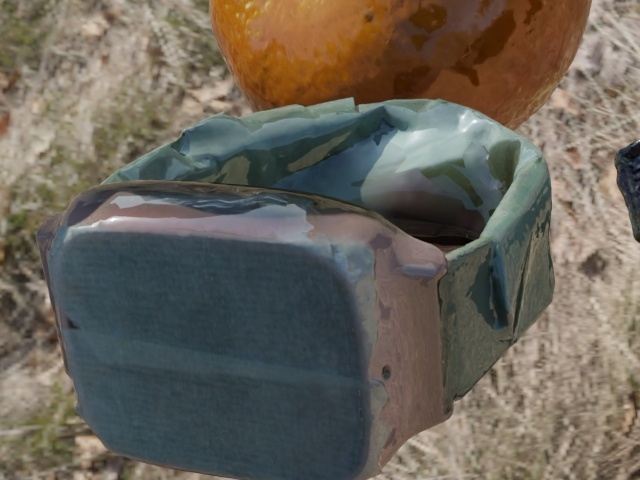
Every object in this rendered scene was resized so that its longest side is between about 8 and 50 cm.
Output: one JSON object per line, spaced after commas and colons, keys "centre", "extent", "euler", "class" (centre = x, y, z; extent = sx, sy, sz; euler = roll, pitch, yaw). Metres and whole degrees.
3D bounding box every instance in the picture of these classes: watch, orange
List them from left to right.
{"centre": [0.000, 0.000, 0.707], "extent": [0.253, 0.241, 0.162], "euler": [6, 123, 16], "class": "watch"}
{"centre": [0.082, -0.272, 1.339], "extent": [0.424, 0.326, 0.424], "euler": [10, 104, 45], "class": "orange"}

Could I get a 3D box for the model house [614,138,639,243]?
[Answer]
{"centre": [0.326, -0.030, 1.044], "extent": [0.152, 0.106, 0.165], "euler": [-12, 75, -8], "class": "model house"}
